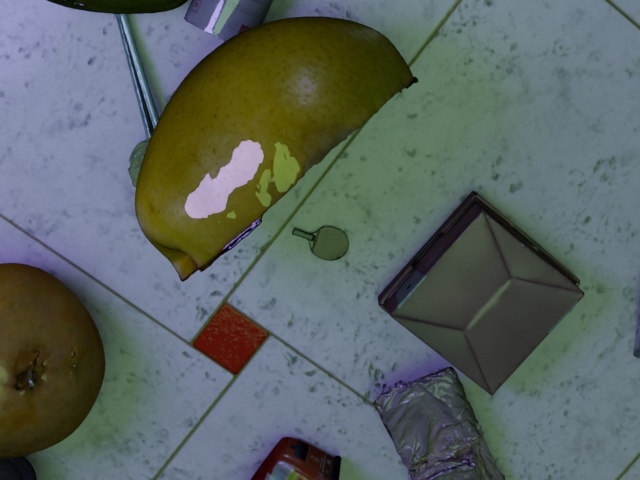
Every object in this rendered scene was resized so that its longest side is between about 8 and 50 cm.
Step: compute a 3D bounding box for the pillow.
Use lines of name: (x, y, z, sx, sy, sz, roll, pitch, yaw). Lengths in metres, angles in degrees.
pillow: (0.178, 0.303, 1.619, 0.135, 0.049, 0.248, -19, 115, 12)

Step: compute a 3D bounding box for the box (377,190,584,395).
box: (0.231, 0.080, 1.560, 0.215, 0.086, 0.215, 39, 100, -13)

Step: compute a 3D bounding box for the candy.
candy: (-0.239, -0.211, 1.463, 0.093, 0.092, 0.335, -7, 101, 36)

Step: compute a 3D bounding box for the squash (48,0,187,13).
squash: (-0.291, -0.332, 1.398, 0.319, 0.071, 0.080, 10, 130, 7)

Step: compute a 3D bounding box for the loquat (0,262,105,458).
loquat: (-0.420, 0.161, 1.469, 0.263, 0.263, 0.263, -1, 105, -4)

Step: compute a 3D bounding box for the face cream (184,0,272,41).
face cream: (-0.089, -0.362, 1.412, 0.096, 0.096, 0.214, 24, 102, -10)

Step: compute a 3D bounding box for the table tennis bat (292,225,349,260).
table tennis bat: (0.000, 0.000, 1.563, 0.083, 0.007, 0.050, 19, 104, -11)

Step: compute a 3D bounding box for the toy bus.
toy bus: (-0.075, 0.421, 1.623, 0.120, 0.121, 0.265, 31, 102, -3)

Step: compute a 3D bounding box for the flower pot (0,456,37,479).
flower pot: (-0.486, 0.426, 1.559, 0.235, 0.235, 0.148, -19, 126, 1)

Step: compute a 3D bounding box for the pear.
pear: (-0.085, -0.144, 1.353, 0.386, 0.340, 0.191, -43, 96, -25)

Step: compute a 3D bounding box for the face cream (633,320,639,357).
face cream: (0.525, 0.076, 1.598, 0.114, 0.070, 0.224, -2, 114, -3)
